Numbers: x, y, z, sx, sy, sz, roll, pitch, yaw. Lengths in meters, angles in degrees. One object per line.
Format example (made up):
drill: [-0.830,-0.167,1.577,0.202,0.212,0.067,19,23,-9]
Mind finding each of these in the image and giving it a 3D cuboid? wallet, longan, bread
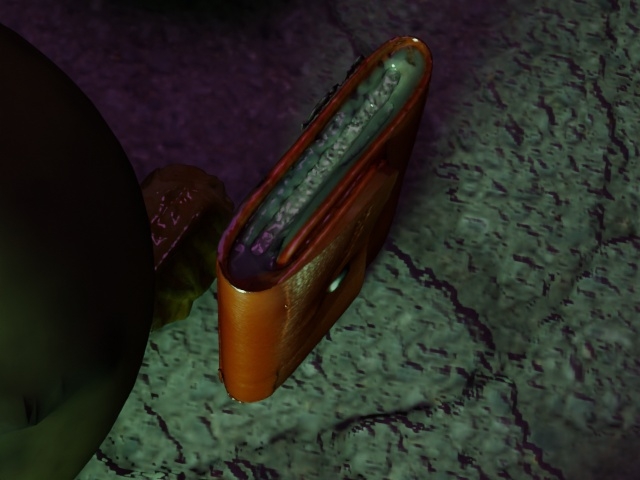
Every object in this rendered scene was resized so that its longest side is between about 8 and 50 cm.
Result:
wallet: [0.000,0.000,0.660,0.045,0.204,0.142,36,72,9]
longan: [-0.234,0.026,0.578,0.318,0.319,0.319,2,71,-5]
bread: [-0.088,0.008,0.726,0.066,0.060,0.110,39,69,-6]
